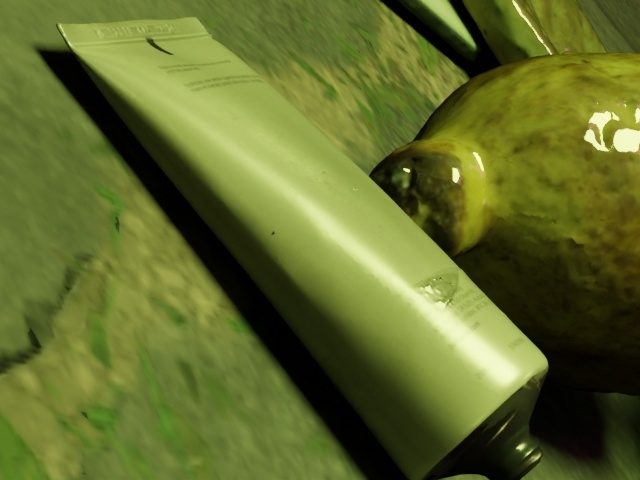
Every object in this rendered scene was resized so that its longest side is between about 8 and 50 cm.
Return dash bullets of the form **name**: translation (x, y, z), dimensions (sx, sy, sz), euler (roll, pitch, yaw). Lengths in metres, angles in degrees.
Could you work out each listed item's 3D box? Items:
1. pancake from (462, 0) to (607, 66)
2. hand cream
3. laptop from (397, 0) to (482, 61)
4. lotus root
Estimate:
- **pancake**: translation (0.131, -0.107, 0.969), dimensions (0.222, 0.042, 0.236), euler (61, 19, 16)
- **hand cream**: translation (0.000, 0.000, 0.511), dimensions (0.186, 0.054, 0.087), euler (49, 24, 11)
- **laptop**: translation (-0.022, -0.213, 0.862), dimensions (0.269, 0.015, 0.188), euler (34, 26, -39)
- **lotus root**: translation (0.100, -0.010, 0.616), dimensions (0.214, 0.138, 0.138), euler (12, 42, -45)
